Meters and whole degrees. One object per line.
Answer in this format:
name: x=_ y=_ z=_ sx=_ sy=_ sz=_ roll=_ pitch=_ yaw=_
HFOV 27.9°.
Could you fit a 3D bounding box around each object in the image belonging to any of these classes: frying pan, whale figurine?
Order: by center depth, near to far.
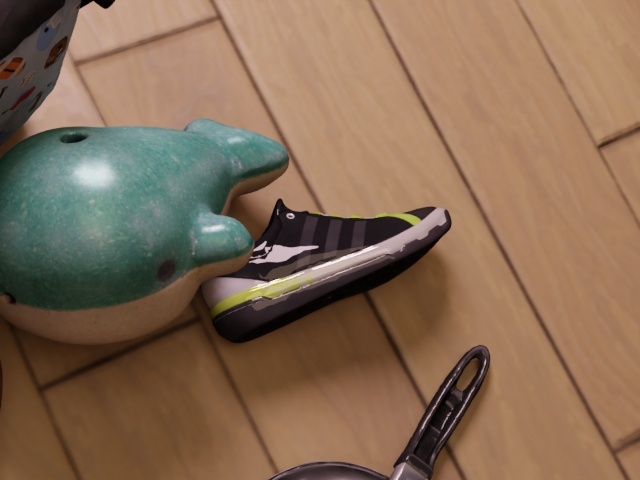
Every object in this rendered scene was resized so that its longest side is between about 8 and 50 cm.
whale figurine: x=-0.141 y=-0.039 z=0.977 sx=0.216 sy=0.141 sz=0.272 roll=19 pitch=40 yaw=33
frying pan: x=0.066 y=0.238 z=1.018 sx=0.326 sy=0.053 sz=0.197 roll=-30 pitch=82 yaw=-21

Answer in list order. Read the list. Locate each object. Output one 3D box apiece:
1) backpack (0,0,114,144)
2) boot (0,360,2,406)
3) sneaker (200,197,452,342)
backpack: x=-0.305 y=-0.160 z=0.927 sx=0.276 sy=0.263 sz=0.213 roll=40 pitch=70 yaw=4
boot: x=-0.346 y=0.071 z=0.887 sx=0.220 sy=0.109 sz=0.283 roll=3 pitch=112 yaw=11
sneaker: x=0.000 y=0.000 z=1.060 sx=0.235 sy=0.084 sz=0.097 roll=-22 pitch=77 yaw=-23
